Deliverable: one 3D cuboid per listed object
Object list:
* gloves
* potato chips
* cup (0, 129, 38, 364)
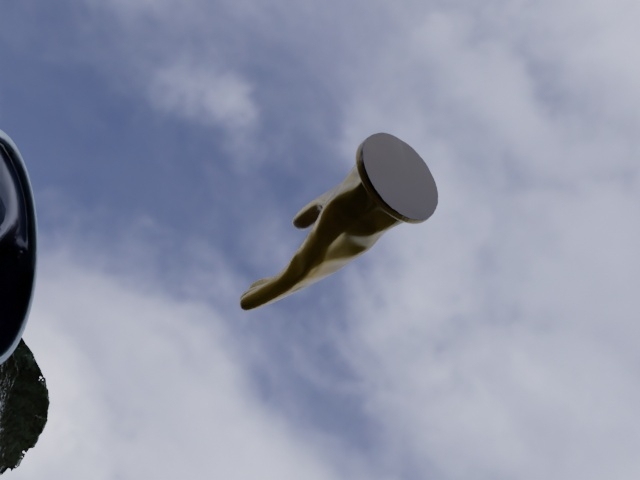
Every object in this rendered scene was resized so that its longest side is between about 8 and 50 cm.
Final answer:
[{"bbox_3d":[-0.001,0.000,1.565,0.294,0.133,0.116,-39,-103,37],"label":"gloves"},{"bbox_3d":[-0.380,0.167,1.582,0.228,0.059,0.167,38,-56,58],"label":"potato chips"},{"bbox_3d":[-0.505,0.027,1.396,0.311,0.331,0.256,0,-56,9],"label":"cup"}]
